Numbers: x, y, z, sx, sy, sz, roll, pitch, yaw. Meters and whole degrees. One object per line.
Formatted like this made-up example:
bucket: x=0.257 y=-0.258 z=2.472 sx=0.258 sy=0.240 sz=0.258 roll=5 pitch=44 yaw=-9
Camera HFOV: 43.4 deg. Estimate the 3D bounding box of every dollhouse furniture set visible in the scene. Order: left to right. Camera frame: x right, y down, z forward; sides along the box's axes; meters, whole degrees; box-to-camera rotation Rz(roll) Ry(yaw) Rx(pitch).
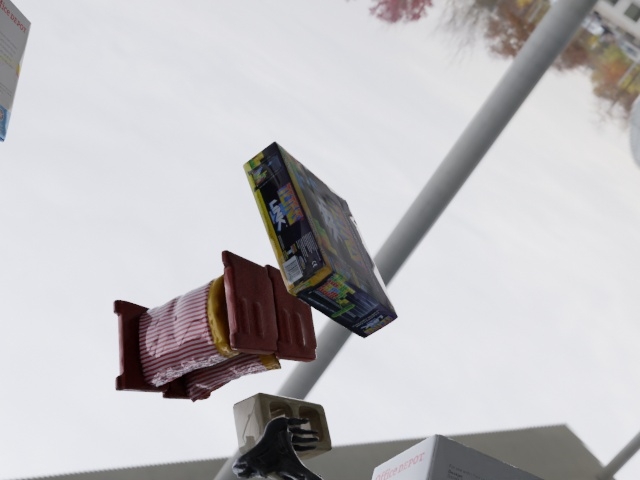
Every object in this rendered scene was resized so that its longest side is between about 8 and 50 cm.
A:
dollhouse furniture set: x=-0.108 y=0.223 z=0.924 sx=0.152 sy=0.201 sz=0.374 roll=23 pitch=-131 yaw=-50

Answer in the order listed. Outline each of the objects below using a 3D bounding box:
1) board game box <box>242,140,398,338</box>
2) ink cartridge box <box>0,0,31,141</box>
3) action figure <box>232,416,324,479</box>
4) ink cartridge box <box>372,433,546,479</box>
board game box: x=0.000 y=0.000 z=0.809 sx=0.141 sy=0.048 sz=0.170 roll=34 pitch=-154 yaw=-48
ink cartridge box: x=-0.338 y=-0.178 z=0.745 sx=0.090 sy=0.143 sz=0.092 roll=7 pitch=168 yaw=5
action figure: x=0.029 y=0.256 z=0.605 sx=0.141 sy=0.164 sz=0.275 roll=-10 pitch=-146 yaw=-22
ink cartridge box: x=0.161 y=0.423 z=1.014 sx=0.197 sy=0.198 sz=0.270 roll=24 pitch=-124 yaw=-9
